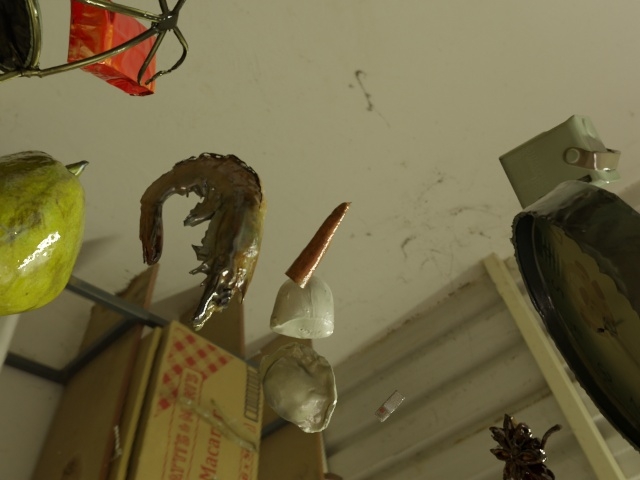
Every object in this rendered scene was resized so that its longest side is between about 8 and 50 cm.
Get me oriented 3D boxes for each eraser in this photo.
[{"bbox_3d":[0.158,0.383,1.301,0.052,0.122,0.029,-40,-107,-21],"label":"eraser"}]

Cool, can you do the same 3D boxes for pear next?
[{"bbox_3d":[-0.572,-0.020,1.039,0.375,0.287,0.287,-47,-146,-12],"label":"pear"}]

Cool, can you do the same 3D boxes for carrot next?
[{"bbox_3d":[0.000,0.000,1.260,0.057,0.057,0.224,22,-102,54],"label":"carrot"}]

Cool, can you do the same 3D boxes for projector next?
[{"bbox_3d":[0.582,-0.180,1.354,0.243,0.163,0.177,-30,-101,42],"label":"projector"}]

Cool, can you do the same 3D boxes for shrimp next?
[{"bbox_3d":[-0.159,-0.013,0.727,0.058,0.173,0.253,105,0,-61],"label":"shrimp"}]

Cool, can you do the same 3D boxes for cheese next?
[{"bbox_3d":[-0.051,0.197,1.723,0.154,0.198,0.188,132,-36,-55],"label":"cheese"}]

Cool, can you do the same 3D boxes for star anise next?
[{"bbox_3d":[0.433,0.451,1.163,0.234,0.073,0.177,146,-64,-73],"label":"star anise"}]

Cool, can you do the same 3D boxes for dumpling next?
[{"bbox_3d":[-0.051,0.374,1.472,0.193,0.147,0.258,-44,-121,5],"label":"dumpling"}]

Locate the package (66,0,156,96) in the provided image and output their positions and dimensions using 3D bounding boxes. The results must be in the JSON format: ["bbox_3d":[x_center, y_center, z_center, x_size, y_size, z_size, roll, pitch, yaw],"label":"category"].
[{"bbox_3d":[-0.585,-0.550,1.635,0.123,0.423,0.195,4,-90,7],"label":"package"}]

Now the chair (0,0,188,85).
[{"bbox_3d":[-0.277,-0.204,0.478,0.326,0.170,0.159,-36,157,-42],"label":"chair"}]

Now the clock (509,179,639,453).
[{"bbox_3d":[0.302,0.088,0.584,0.061,0.312,0.312,-27,-141,3],"label":"clock"}]
